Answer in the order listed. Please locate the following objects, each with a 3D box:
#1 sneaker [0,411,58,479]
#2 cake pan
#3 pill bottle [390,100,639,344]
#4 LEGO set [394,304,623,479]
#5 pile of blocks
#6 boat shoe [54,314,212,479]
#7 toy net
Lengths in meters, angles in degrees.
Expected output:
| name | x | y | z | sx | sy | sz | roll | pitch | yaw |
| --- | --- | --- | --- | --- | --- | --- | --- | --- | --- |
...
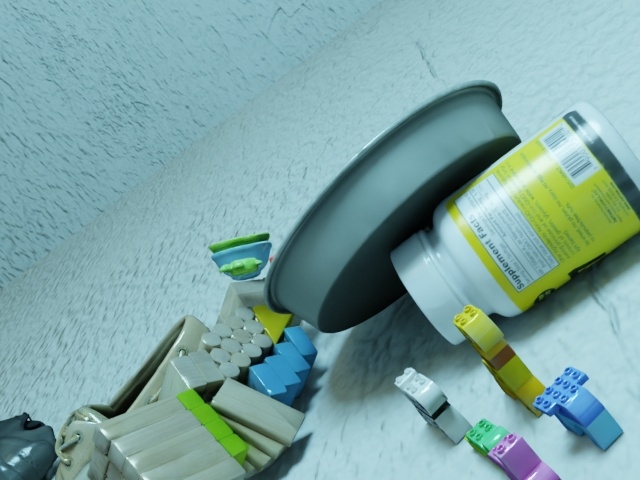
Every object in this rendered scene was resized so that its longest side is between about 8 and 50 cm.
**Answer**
| name | x | y | z | sx | sy | sz | roll | pitch | yaw |
| --- | --- | --- | --- | --- | --- | --- | --- | --- | --- |
| sneaker | -0.440 | 0.296 | 1.392 | 0.286 | 0.109 | 0.130 | 2 | 38 | 50 |
| cake pan | 0.076 | -0.019 | 0.933 | 0.293 | 0.054 | 0.293 | -38 | -19 | -15 |
| pill bottle | 0.170 | -0.011 | 0.849 | 0.208 | 0.119 | 0.119 | -37 | 19 | 12 |
| LEGO set | 0.123 | 0.105 | 0.715 | 0.087 | 0.093 | 0.227 | -43 | 19 | -8 |
| pile of blocks | -0.090 | 0.169 | 0.988 | 0.362 | 0.149 | 0.112 | -51 | -16 | -55 |
| boat shoe | -0.237 | 0.225 | 1.112 | 0.341 | 0.110 | 0.121 | -45 | 19 | -13 |
| toy net | 0.000 | 0.000 | 1.080 | 0.232 | 0.045 | 0.122 | -11 | -7 | -10 |
